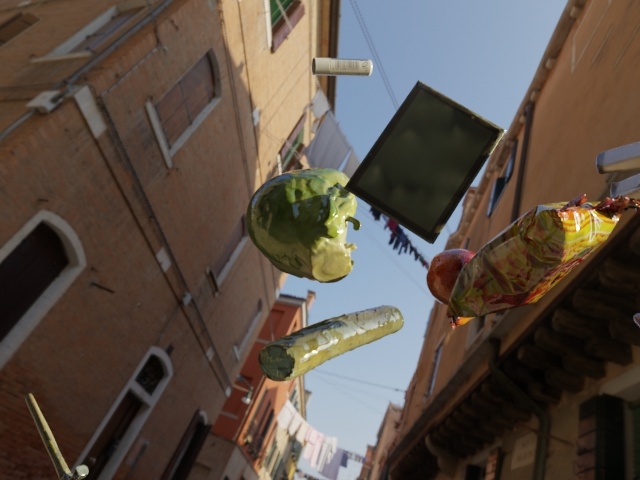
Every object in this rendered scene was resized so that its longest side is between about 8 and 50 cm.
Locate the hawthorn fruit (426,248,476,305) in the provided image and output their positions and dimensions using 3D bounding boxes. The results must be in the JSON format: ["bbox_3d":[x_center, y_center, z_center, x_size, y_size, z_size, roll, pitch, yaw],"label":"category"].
[{"bbox_3d":[0.374,0.102,1.186,0.173,0.172,0.172,17,-34,12],"label":"hawthorn fruit"}]

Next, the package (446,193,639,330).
[{"bbox_3d":[0.320,0.024,0.675,0.108,0.224,0.288,55,-49,28],"label":"package"}]

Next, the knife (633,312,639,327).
[{"bbox_3d":[1.027,0.286,1.308,0.123,0.278,0.053,-33,-73,16],"label":"knife"}]

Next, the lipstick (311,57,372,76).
[{"bbox_3d":[0.052,-0.411,1.040,0.141,0.040,0.040,-3,-33,-10],"label":"lipstick"}]

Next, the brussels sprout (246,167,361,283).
[{"bbox_3d":[-0.043,-0.042,1.219,0.315,0.371,0.275,-9,-51,-4],"label":"brussels sprout"}]

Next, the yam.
[{"bbox_3d":[0.040,0.184,0.850,0.083,0.372,0.083,6,-81,40],"label":"yam"}]

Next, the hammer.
[{"bbox_3d":[-0.388,0.288,0.626,0.182,0.062,0.017,35,4,32],"label":"hammer"}]

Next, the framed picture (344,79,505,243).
[{"bbox_3d":[0.172,-0.132,0.719,0.173,0.231,0.010,34,-7,7],"label":"framed picture"}]

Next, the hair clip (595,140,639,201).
[{"bbox_3d":[0.653,-0.150,0.723,0.331,0.085,0.101,-18,-69,44],"label":"hair clip"}]
